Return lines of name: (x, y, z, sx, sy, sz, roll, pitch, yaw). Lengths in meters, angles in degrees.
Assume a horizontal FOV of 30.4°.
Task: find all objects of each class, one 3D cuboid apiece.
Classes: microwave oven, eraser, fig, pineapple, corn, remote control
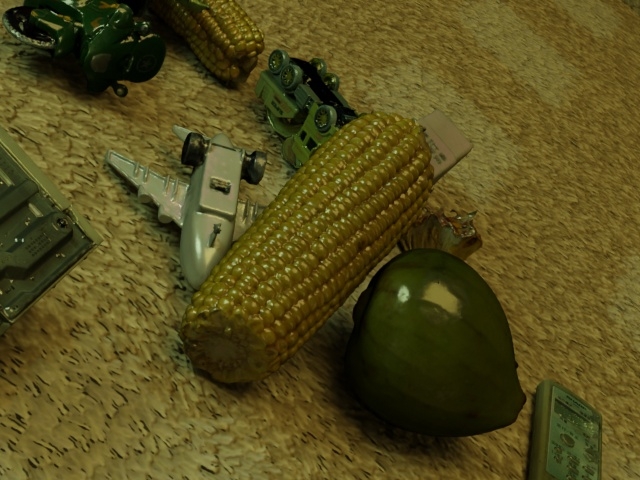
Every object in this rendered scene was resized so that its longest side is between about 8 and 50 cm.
microwave oven: (-0.343, -0.022, 1.022, 0.240, 0.145, 0.194, 49, 29, -8)
eraser: (0.090, -0.079, 1.567, 0.086, 0.130, 0.287, 47, 33, 6)
fig: (0.139, 0.121, 1.318, 0.225, 0.203, 0.203, 31, 34, -2)
pineapple: (0.155, 0.010, 1.566, 0.069, 0.137, 0.116, 13, 84, -31)
corn: (-0.190, -0.337, 1.623, 0.291, 0.101, 0.101, 46, 33, 12)
remote control: (0.303, 0.270, 1.455, 0.098, 0.038, 0.233, 35, 33, -9)
corn: (0.000, 0.000, 1.284, 0.144, 0.144, 0.387, 39, 56, -2)

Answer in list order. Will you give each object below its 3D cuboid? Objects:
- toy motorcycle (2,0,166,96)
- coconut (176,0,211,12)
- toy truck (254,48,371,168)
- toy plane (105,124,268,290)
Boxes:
toy motorcycle: (-0.267, -0.282, 1.458, 0.187, 0.124, 0.274, 25, 35, -7)
coconut: (-0.181, -0.348, 1.506, 0.158, 0.055, 0.133, 16, 59, -75)
toy truck: (-0.019, -0.164, 1.572, 0.085, 0.116, 0.191, 2, 40, -43)
toy plane: (-0.124, -0.046, 1.341, 0.251, 0.101, 0.255, 16, 39, -13)
